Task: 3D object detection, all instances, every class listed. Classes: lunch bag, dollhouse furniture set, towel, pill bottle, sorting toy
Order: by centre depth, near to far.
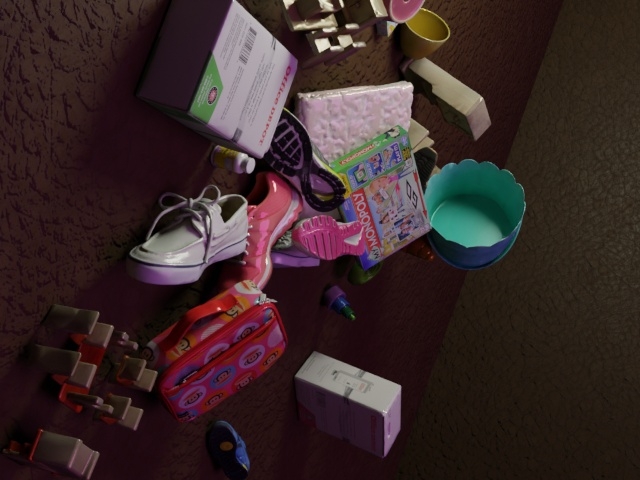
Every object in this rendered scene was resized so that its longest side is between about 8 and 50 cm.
[{"bbox_3d":[-0.422,0.264,1.528,0.262,0.135,0.259,66,36,-57],"label":"dollhouse furniture set"},{"bbox_3d":[-0.172,-0.158,1.762,0.043,0.083,0.043,-47,146,-44],"label":"pill bottle"},{"bbox_3d":[-0.008,-0.453,1.797,0.242,0.161,0.212,-22,90,-49],"label":"dollhouse furniture set"},{"bbox_3d":[-0.215,0.212,1.798,0.293,0.120,0.258,-35,147,-16],"label":"lunch bag"},{"bbox_3d":[0.069,-0.208,2.124,0.317,0.053,0.332,-13,124,-28],"label":"towel"},{"bbox_3d":[0.236,-0.283,2.475,0.394,0.256,0.362,-47,153,-2],"label":"dollhouse furniture set"},{"bbox_3d":[0.178,0.092,2.482,0.365,0.126,0.127,-41,155,-7],"label":"sorting toy"}]

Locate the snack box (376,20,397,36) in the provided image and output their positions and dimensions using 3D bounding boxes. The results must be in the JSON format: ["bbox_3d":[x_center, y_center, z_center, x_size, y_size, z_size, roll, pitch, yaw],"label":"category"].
[{"bbox_3d":[0.185,-0.599,2.264,0.141,0.037,0.100,-56,152,-31],"label":"snack box"}]

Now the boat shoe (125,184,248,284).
[{"bbox_3d":[-0.231,-0.030,1.668,0.367,0.136,0.156,-25,130,-62],"label":"boat shoe"}]

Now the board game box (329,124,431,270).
[{"bbox_3d":[0.146,-0.099,2.176,0.213,0.046,0.317,-31,131,-12],"label":"board game box"}]

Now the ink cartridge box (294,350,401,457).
[{"bbox_3d":[0.079,0.459,2.504,0.117,0.283,0.207,-50,149,-40],"label":"ink cartridge box"}]

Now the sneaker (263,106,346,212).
[{"bbox_3d":[-0.057,-0.189,1.947,0.111,0.121,0.300,-33,128,4],"label":"sneaker"}]

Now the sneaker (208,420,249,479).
[{"bbox_3d":[-0.223,0.494,2.171,0.082,0.069,0.209,-94,171,-50],"label":"sneaker"}]

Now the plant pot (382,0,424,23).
[{"bbox_3d":[0.127,-0.563,1.932,0.201,0.180,0.201,-34,144,-30],"label":"plant pot"}]

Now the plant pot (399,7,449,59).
[{"bbox_3d":[0.264,-0.542,2.394,0.134,0.134,0.095,-46,171,-44],"label":"plant pot"}]

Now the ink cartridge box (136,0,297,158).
[{"bbox_3d":[-0.175,-0.292,1.609,0.289,0.121,0.211,29,81,-66],"label":"ink cartridge box"}]

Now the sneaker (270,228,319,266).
[{"bbox_3d":[-0.079,0.019,2.111,0.258,0.094,0.091,0,87,-69],"label":"sneaker"}]

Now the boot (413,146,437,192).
[{"bbox_3d":[0.255,-0.164,2.314,0.137,0.077,0.198,-21,151,-56],"label":"boot"}]

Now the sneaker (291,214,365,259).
[{"bbox_3d":[0.000,0.000,2.056,0.252,0.111,0.103,9,79,-57],"label":"sneaker"}]

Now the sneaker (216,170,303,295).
[{"bbox_3d":[-0.157,-0.012,1.909,0.136,0.116,0.314,49,58,-47],"label":"sneaker"}]

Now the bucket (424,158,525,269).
[{"bbox_3d":[0.416,-0.065,2.462,0.281,0.281,0.183,-62,163,-20],"label":"bucket"}]
